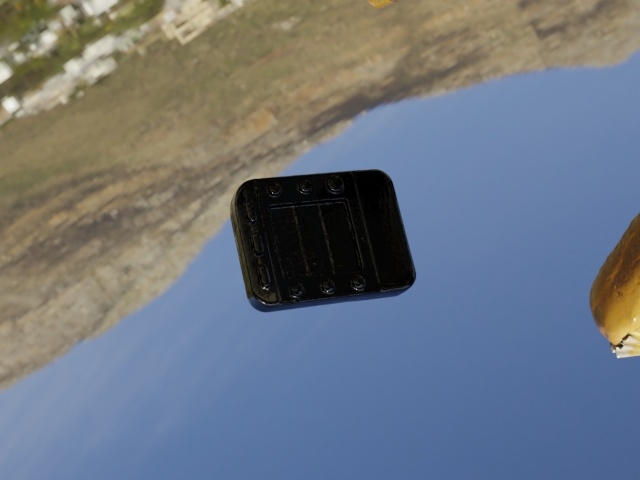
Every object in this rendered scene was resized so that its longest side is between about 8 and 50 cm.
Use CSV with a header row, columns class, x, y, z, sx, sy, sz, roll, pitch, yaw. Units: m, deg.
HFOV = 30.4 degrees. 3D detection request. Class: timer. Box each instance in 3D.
class,x,y,z,sx,sy,sz,roll,pitch,yaw
timer,0.000,0.000,1.265,0.187,0.144,0.055,-6,162,-22

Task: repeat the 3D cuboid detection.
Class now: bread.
class,x,y,z,sx,sy,sz,roll,pitch,yaw
bread,0.489,0.047,1.720,0.136,0.107,0.241,-104,-147,-50

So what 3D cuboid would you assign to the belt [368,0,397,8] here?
class,x,y,z,sx,sy,sz,roll,pitch,yaw
belt,0.072,-0.337,1.493,0.036,0.083,0.059,-17,175,43
